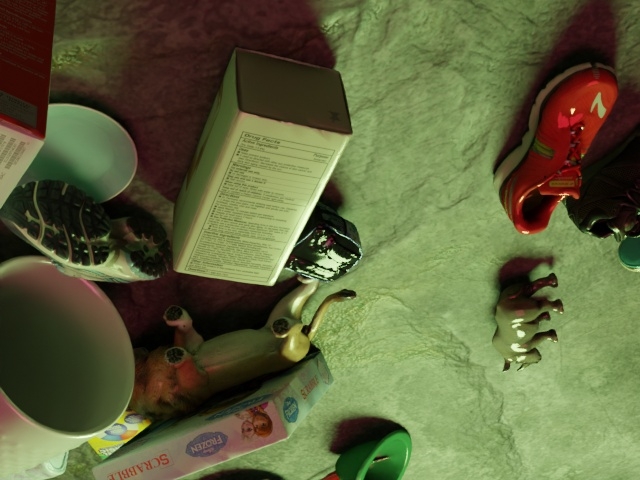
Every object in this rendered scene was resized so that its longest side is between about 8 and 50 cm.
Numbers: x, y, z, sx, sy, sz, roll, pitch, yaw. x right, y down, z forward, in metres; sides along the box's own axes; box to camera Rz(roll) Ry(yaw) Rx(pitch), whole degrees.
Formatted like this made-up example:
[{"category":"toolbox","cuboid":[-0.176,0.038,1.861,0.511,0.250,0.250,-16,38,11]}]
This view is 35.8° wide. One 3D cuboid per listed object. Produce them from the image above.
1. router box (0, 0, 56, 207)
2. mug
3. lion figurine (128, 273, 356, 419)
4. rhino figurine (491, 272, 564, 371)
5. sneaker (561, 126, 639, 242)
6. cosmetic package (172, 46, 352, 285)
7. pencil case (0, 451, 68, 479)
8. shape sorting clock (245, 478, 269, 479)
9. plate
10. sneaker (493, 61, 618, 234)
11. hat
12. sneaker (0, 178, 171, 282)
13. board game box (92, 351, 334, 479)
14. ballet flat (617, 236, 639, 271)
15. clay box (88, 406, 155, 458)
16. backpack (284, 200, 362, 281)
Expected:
[{"category":"router box","cuboid":[-0.398,-0.116,1.074,0.082,0.301,0.335,21,130,-31]},{"category":"mug","cuboid":[-0.457,0.211,1.490,0.328,0.276,0.374,-30,166,29]},{"category":"lion figurine","cuboid":[-0.133,0.179,1.585,0.392,0.142,0.240,-10,146,-5]},{"category":"rhino figurine","cuboid":[0.345,0.153,1.692,0.106,0.073,0.243,-11,140,-4]},{"category":"sneaker","cuboid":[0.455,-0.080,1.409,0.227,0.130,0.087,-37,134,25]},{"category":"cosmetic package","cuboid":[-0.086,-0.087,1.297,0.153,0.129,0.296,11,135,-20]},{"category":"pencil case","cuboid":[-0.583,0.385,1.746,0.273,0.113,0.124,-17,128,9]},{"category":"shape sorting clock","cuboid":[-0.154,0.544,2.061,0.206,0.040,0.206,-8,139,-7]},{"category":"plate","cuboid":[-0.334,-0.114,1.298,0.188,0.024,0.188,-5,138,-4]},{"category":"sneaker","cuboid":[0.333,-0.116,1.351,0.107,0.118,0.279,4,137,-16]},{"category":"hat","cuboid":[0.053,0.433,1.990,0.208,0.183,0.173,-55,143,-11]},{"category":"sneaker","cuboid":[-0.334,0.009,1.347,0.122,0.110,0.283,-18,153,28]},{"category":"board game box","cuboid":[-0.161,0.296,1.614,0.318,0.066,0.318,-23,-179,14]},{"category":"ballet flat","cuboid":[0.568,-0.037,1.522,0.086,0.086,0.248,21,130,-30]},{"category":"clay box","cuboid":[-0.358,0.317,1.757,0.127,0.053,0.222,-14,138,6]},{"category":"backpack","cuboid":[0.000,0.000,1.443,0.114,0.084,0.105,28,124,-37]}]
